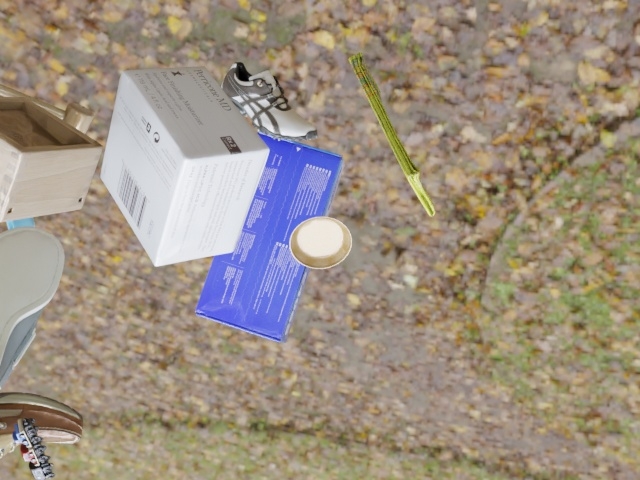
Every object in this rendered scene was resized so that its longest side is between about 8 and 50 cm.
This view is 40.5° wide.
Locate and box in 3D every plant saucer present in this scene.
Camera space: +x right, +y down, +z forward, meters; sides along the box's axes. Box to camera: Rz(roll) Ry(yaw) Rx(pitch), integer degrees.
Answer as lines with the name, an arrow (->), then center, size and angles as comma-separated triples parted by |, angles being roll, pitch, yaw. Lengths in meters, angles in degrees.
plant saucer -> 0.000, 0.000, 1.160 | 0.084, 0.015, 0.083 | -2, 123, -3

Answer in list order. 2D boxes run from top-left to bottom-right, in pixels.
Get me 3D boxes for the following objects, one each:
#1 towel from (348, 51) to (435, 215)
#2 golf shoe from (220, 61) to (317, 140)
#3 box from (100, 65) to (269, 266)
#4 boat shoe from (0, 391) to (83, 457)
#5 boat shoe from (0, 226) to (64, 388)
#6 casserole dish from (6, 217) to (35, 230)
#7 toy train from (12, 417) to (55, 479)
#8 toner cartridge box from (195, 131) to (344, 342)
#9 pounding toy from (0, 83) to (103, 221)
towel -> 0.099, -0.146, 1.167 | 0.021, 0.237, 0.102 | -28, 143, 10
golf shoe -> -0.086, -0.231, 1.452 | 0.198, 0.077, 0.093 | 27, 115, 17
box -> -0.178, -0.096, 1.099 | 0.119, 0.181, 0.181 | -12, 140, -36
boat shoe -> -0.572, 0.323, 1.473 | 0.324, 0.119, 0.122 | 15, 146, -27
boat shoe -> -0.424, 0.110, 1.107 | 0.116, 0.319, 0.099 | 24, 133, -11
casserole dish -> -0.487, -0.078, 1.370 | 0.037, 0.188, 0.114 | -15, -167, -22
toy train -> -0.427, 0.312, 1.289 | 0.036, 0.027, 0.158 | -14, 138, -15
toner cartridge box -> -0.087, -0.006, 1.555 | 0.165, 0.347, 0.075 | 18, 173, 7
pounding toy -> -0.340, -0.106, 0.984 | 0.181, 0.206, 0.094 | 31, 110, 18
